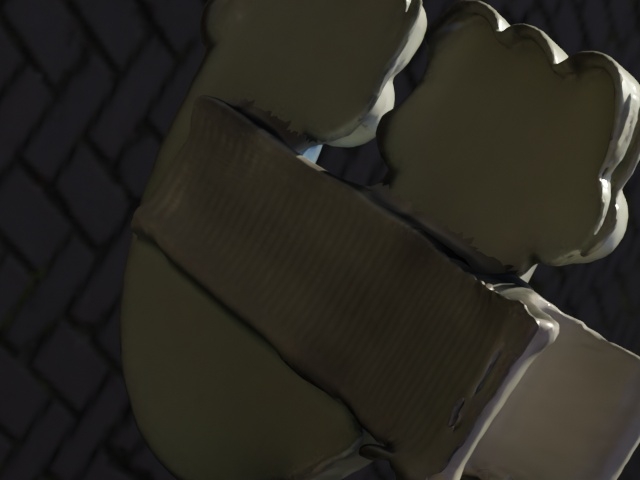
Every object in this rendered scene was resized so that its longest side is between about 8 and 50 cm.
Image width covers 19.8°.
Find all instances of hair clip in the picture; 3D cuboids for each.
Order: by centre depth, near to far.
[{"bbox_3d":[0.000,0.000,0.439,0.054,0.220,0.140,24,96,-33],"label":"hair clip"}]
